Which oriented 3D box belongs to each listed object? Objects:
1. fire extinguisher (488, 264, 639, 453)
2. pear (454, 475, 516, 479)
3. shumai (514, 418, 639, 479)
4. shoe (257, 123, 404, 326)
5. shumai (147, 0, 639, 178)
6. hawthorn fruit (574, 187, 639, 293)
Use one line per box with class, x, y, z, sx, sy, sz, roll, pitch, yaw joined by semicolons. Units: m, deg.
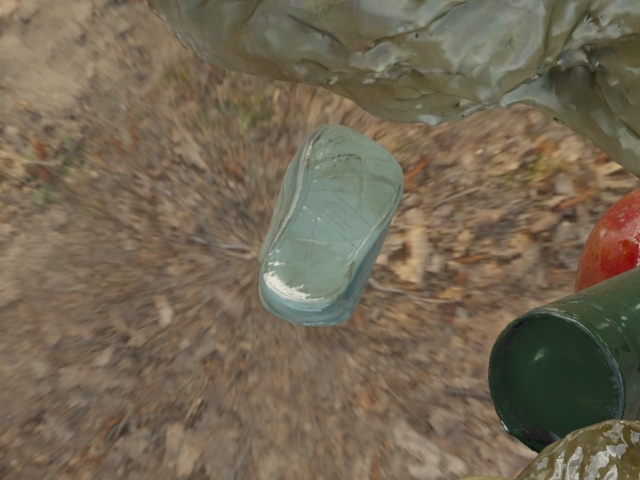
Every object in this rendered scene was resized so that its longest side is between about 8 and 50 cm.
fire extinguisher;0.226;0.058;1.100;0.114;0.311;0.095;-32;80;42
pear;0.102;0.222;1.027;0.136;0.167;0.167;-18;90;-1
shumai;0.133;0.154;0.720;0.123;0.105;0.139;26;86;37
shoe;0.000;0.000;1.471;0.103;0.251;0.100;23;130;-1
shumai;0.102;-0.141;0.695;0.314;0.262;0.267;-28;46;30
hawthorn fruit;0.360;0.037;1.582;0.230;0.266;0.210;-2;88;-1
